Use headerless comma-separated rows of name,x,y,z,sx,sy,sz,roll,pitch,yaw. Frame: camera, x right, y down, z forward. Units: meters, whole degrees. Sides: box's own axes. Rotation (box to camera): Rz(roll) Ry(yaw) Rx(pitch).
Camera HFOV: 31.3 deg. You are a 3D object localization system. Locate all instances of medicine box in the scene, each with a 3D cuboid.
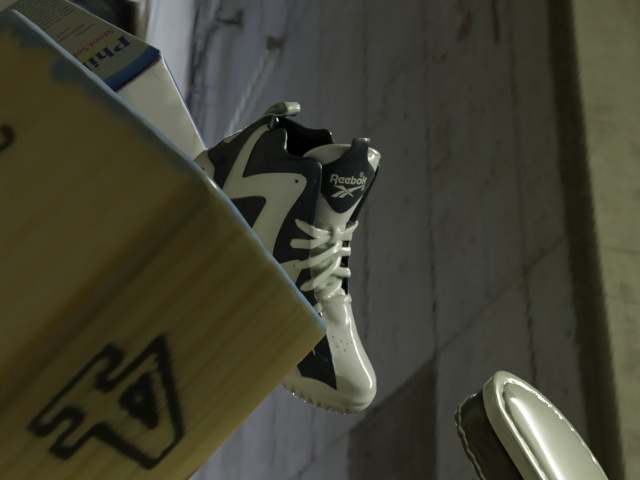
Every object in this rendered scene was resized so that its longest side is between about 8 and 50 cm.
medicine box,-0.273,-0.128,1.383,0.289,0.149,0.263,32,-25,41

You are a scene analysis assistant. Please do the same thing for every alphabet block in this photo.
alphabet block,-0.146,0.032,0.620,0.197,0.193,0.192,-45,-124,-7

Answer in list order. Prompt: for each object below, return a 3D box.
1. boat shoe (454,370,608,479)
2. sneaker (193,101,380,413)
boat shoe,0.173,0.225,0.784,0.091,0.305,0.109,-28,-164,28
sneaker,0.000,0.000,0.848,0.153,0.094,0.235,-43,-116,32
